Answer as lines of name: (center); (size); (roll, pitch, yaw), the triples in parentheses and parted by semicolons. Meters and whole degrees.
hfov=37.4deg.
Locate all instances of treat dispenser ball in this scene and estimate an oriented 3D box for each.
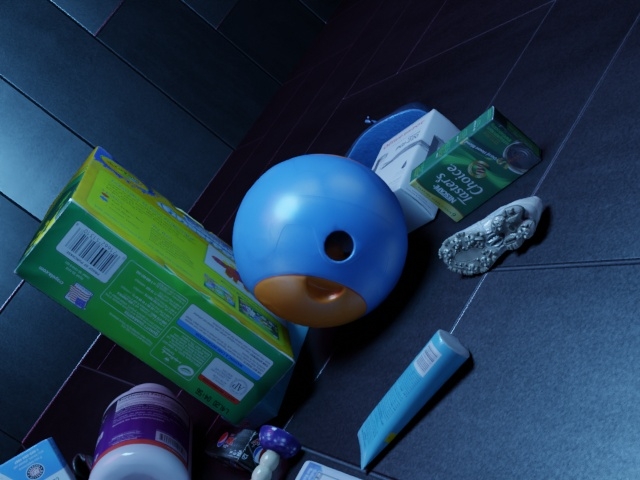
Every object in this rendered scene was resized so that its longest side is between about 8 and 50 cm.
treat dispenser ball: (0.000, 0.000, 1.558); (0.288, 0.288, 0.288); (-46, 18, 19)

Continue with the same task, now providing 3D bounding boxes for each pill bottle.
pill bottle: (-0.332, 0.397, 1.783); (0.181, 0.181, 0.323); (-49, 16, 9)

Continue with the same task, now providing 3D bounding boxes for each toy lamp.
toy lamp: (-0.119, 0.405, 1.390); (0.080, 0.080, 0.274); (-26, 31, 55)

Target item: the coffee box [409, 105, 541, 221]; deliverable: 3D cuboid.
coffee box: (0.241, -0.116, 1.485); (0.184, 0.113, 0.040); (-37, 25, 35)

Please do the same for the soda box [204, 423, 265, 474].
soda box: (-0.134, 0.350, 1.585); (0.060, 0.053, 0.169); (-57, 18, -20)

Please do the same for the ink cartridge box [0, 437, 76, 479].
ink cartridge box: (-0.504, 0.518, 1.686); (0.198, 0.270, 0.197); (-31, -2, -17)

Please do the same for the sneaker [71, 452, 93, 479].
sneaker: (-0.430, 0.464, 1.931); (0.106, 0.162, 0.281); (-50, 17, 3)

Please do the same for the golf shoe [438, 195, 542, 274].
golf shoe: (0.249, -0.008, 1.354); (0.176, 0.069, 0.086); (-30, 7, 45)

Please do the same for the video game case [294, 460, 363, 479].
video game case: (0.009, 0.407, 0.962); (0.300, 0.036, 0.329); (6, 57, 48)

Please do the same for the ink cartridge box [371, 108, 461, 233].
ink cartridge box: (0.160, -0.114, 1.727); (0.159, 0.092, 0.217); (-32, 24, 48)

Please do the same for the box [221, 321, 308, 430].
box: (-0.094, 0.227, 1.728); (0.100, 0.060, 0.244); (-37, 22, 40)

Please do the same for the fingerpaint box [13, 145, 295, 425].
fingerpaint box: (-0.275, 0.068, 1.650); (0.163, 0.445, 0.371); (-49, 17, 10)

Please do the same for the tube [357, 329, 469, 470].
tube: (0.112, 0.210, 1.255); (0.207, 0.052, 0.080); (-52, 11, 17)

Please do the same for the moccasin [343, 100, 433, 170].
moccasin: (0.105, -0.176, 1.929); (0.342, 0.138, 0.116); (-38, 17, 35)
